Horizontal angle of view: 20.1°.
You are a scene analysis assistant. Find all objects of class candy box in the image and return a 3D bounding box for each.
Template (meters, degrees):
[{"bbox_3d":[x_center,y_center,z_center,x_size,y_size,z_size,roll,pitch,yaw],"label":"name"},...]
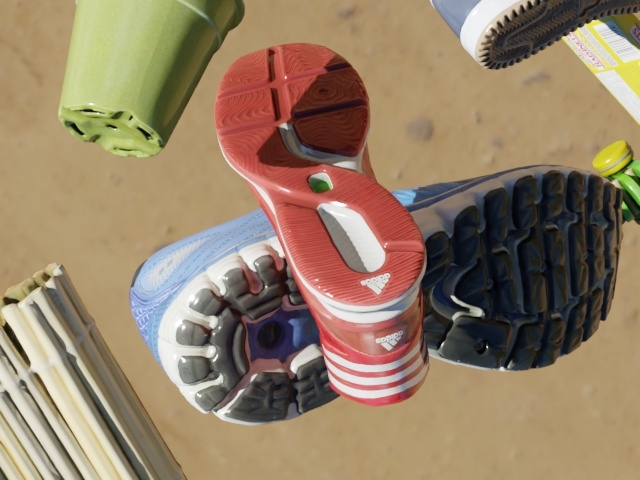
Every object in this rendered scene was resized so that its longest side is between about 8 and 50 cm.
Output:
[{"bbox_3d":[0.326,-0.167,1.833,0.206,0.027,0.105,45,163,-16],"label":"candy box"}]

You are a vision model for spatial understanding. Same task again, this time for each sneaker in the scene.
[{"bbox_3d":[0.000,0.000,0.952,0.087,0.221,0.128,-11,132,-4],"label":"sneaker"},{"bbox_3d":[0.210,-0.264,1.616,0.153,0.282,0.099,48,152,32],"label":"sneaker"},{"bbox_3d":[0.038,0.009,1.075,0.147,0.330,0.130,32,125,55],"label":"sneaker"}]

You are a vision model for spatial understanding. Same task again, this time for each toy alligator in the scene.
[{"bbox_3d":[0.178,-0.011,1.242,0.189,0.051,0.056,-35,103,7],"label":"toy alligator"}]

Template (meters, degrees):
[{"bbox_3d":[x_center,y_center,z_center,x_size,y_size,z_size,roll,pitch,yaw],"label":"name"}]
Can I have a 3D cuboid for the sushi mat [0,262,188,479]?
[{"bbox_3d":[-0.076,0.174,0.641,0.019,0.151,0.316,9,132,58],"label":"sushi mat"}]

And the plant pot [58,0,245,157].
[{"bbox_3d":[-0.085,-0.084,0.832,0.083,0.079,0.083,13,159,5],"label":"plant pot"}]
